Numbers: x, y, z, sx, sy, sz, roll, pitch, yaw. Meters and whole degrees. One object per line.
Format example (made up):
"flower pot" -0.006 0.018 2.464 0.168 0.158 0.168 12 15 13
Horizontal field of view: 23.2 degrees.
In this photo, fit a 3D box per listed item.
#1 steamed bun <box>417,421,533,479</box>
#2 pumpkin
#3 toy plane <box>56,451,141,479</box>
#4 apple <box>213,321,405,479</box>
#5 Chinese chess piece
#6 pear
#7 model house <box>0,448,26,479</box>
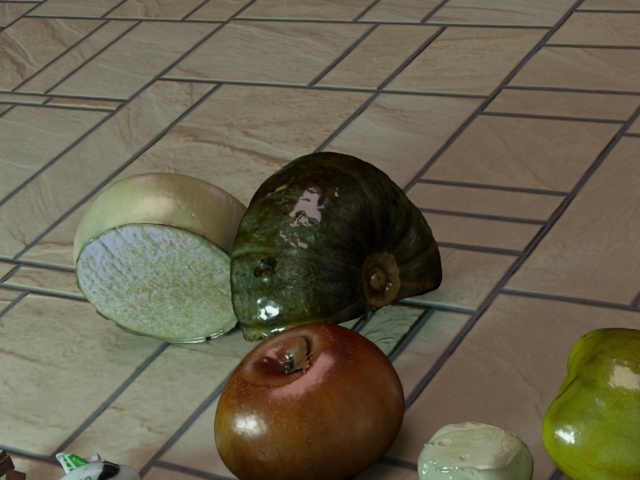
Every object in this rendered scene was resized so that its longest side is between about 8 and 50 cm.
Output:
"steamed bun" 0.182 0.265 1.776 0.130 0.091 0.112 2 31 33
"pumpkin" 0.000 0.000 2.103 0.242 0.232 0.325 -15 -1 39
"toy plane" -0.307 0.320 1.933 0.174 0.080 0.174 -10 30 6
"apple" -0.018 0.200 1.899 0.235 0.173 0.210 -31 33 -23
"Chinese chess piece" -0.212 0.026 2.188 0.270 0.270 0.112 -6 46 16
"pear" 0.349 0.193 1.732 0.200 0.200 0.200 -12 30 7
"model house" -0.414 0.312 2.019 0.058 0.057 0.083 -17 28 7
